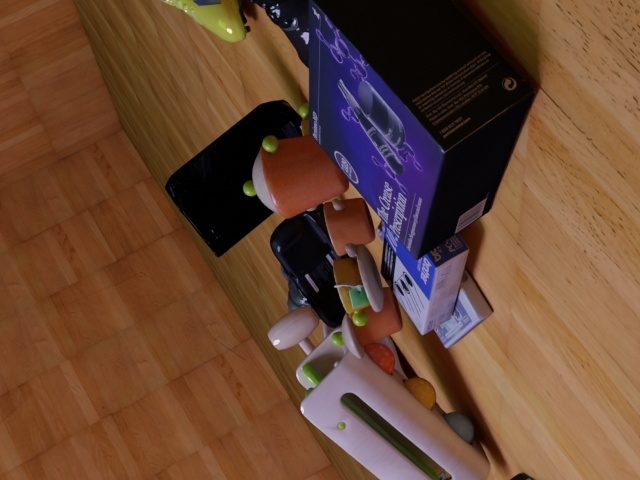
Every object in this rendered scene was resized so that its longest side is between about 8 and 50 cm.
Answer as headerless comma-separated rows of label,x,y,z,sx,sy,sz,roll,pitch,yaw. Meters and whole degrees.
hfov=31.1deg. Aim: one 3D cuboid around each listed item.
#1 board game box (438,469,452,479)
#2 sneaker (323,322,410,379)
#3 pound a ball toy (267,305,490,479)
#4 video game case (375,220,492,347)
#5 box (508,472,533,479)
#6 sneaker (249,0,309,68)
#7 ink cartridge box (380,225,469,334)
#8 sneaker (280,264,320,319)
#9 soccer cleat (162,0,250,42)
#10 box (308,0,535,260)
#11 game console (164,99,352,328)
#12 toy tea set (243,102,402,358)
board game box,0.191,0.424,2.020,0.170,0.048,0.141,48,161,50
sneaker,0.096,0.248,1.868,0.296,0.104,0.147,51,160,26
pound a ball toy,0.084,0.218,1.627,0.319,0.136,0.208,42,-171,-14
video game case,0.134,0.035,1.415,0.183,0.023,0.201,60,169,10
box,0.267,0.364,1.411,0.060,0.100,0.244,63,169,-10
sneaker,-0.072,-0.302,1.264,0.107,0.124,0.283,46,161,55
ink cartridge box,0.114,0.025,1.308,0.097,0.046,0.207,56,167,22
sneaker,-0.019,0.029,1.944,0.227,0.087,0.130,-94,12,-65
soccer cleat,-0.200,-0.368,1.672,0.289,0.121,0.093,54,166,32
box,0.079,-0.116,1.054,0.184,0.103,0.261,53,168,17
game console,-0.045,-0.011,1.661,0.361,0.213,0.044,55,172,-27
toy tea set,0.000,0.000,1.446,0.200,0.124,0.336,-59,-48,-77
